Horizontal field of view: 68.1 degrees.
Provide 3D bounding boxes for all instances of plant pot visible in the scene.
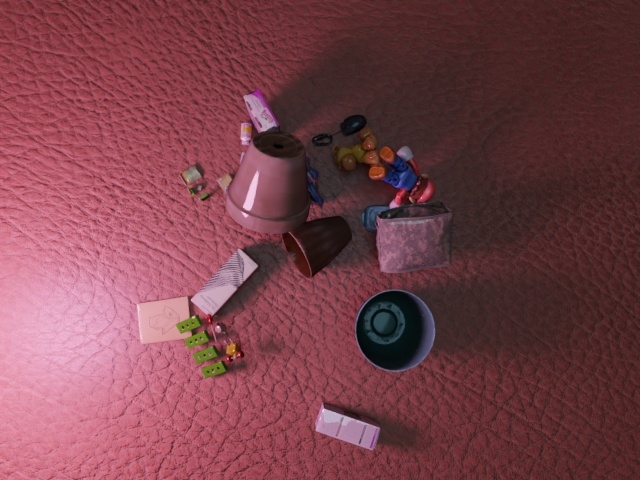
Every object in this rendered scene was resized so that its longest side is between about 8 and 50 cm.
[{"bbox_3d":[0.263,0.326,1.810,0.292,0.235,0.293,0,88,-3],"label":"plant pot"},{"bbox_3d":[-0.176,-0.232,1.727,0.322,0.323,0.281,13,130,-2],"label":"plant pot"},{"bbox_3d":[0.000,0.000,1.845,0.230,0.215,0.216,-29,89,-18],"label":"plant pot"}]

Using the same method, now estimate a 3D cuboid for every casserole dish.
[{"bbox_3d":[0.262,-0.089,1.932,0.188,0.037,0.114,2,86,-2],"label":"casserole dish"}]

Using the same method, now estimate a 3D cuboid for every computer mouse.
[{"bbox_3d":[0.078,-0.451,1.940,0.241,0.041,0.071,-26,89,-3],"label":"computer mouse"}]

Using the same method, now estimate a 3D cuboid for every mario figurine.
[{"bbox_3d":[0.310,-0.238,1.854,0.198,0.320,0.170,-34,48,28],"label":"mario figurine"}]

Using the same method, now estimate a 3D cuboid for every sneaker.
[{"bbox_3d":[-0.038,-0.243,1.906,0.087,0.083,0.221,-27,92,-12],"label":"sneaker"}]

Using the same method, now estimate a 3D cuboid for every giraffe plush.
[{"bbox_3d":[0.139,-0.340,1.871,0.170,0.210,0.182,-19,112,1],"label":"giraffe plush"}]

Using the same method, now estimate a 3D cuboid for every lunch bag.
[{"bbox_3d":[0.351,-0.011,1.834,0.286,0.169,0.236,-8,115,-4],"label":"lunch bag"}]

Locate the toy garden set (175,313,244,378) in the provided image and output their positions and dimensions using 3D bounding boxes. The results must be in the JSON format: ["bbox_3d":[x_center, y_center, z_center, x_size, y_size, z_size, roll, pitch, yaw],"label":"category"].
[{"bbox_3d":[-0.415,0.389,1.827,0.203,0.049,0.245,-25,95,23],"label":"toy garden set"}]

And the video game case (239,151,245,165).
[{"bbox_3d":[-0.268,-0.304,1.929,0.121,0.011,0.087,12,87,-2],"label":"video game case"}]

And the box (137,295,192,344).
[{"bbox_3d":[-0.616,0.315,1.874,0.201,0.021,0.165,-7,87,-3],"label":"box"}]

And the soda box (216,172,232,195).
[{"bbox_3d":[-0.342,-0.175,1.893,0.058,0.061,0.181,-32,89,-5],"label":"soda box"}]

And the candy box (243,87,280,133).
[{"bbox_3d":[-0.219,-0.464,1.829,0.071,0.233,0.159,-29,89,-4],"label":"candy box"}]

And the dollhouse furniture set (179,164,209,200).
[{"bbox_3d":[-0.502,-0.229,1.890,0.076,0.058,0.152,-31,89,-4],"label":"dollhouse furniture set"}]

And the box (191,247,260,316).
[{"bbox_3d":[-0.369,0.164,1.857,0.113,0.094,0.275,41,85,-1],"label":"box"}]

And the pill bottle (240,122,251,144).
[{"bbox_3d":[-0.302,-0.431,1.918,0.043,0.043,0.084,3,87,-3],"label":"pill bottle"}]

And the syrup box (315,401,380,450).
[{"bbox_3d":[0.105,0.725,1.851,0.236,0.093,0.097,21,86,-2],"label":"syrup box"}]
